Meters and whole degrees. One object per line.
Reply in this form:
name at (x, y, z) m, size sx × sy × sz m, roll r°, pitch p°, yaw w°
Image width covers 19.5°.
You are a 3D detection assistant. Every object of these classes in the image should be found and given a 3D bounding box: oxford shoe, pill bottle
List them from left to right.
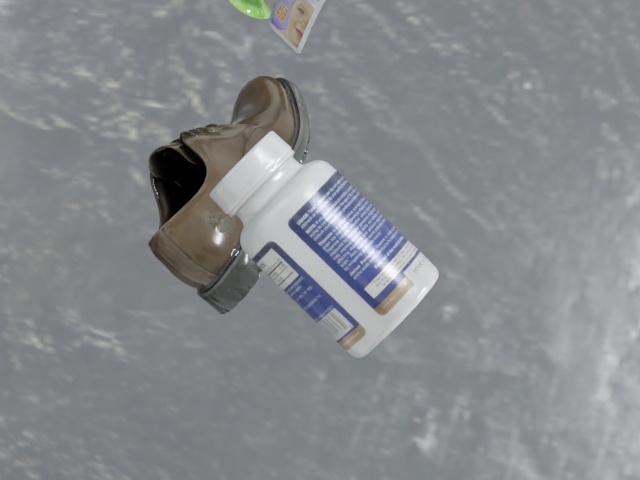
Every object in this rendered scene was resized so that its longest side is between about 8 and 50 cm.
oxford shoe at (-0.067, -0.057, 1.318) m, size 0.096 × 0.083 × 0.227 m, roll 34°, pitch 36°, yaw -15°
pill bottle at (0.000, 0.000, 1.002) m, size 0.120 × 0.067 × 0.067 m, roll 44°, pitch 69°, yaw -1°

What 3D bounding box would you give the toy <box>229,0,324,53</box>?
toy at (-0.022, -0.290, 1.558) m, size 0.056 × 0.137 × 0.237 m, roll -7°, pitch 135°, yaw -42°
